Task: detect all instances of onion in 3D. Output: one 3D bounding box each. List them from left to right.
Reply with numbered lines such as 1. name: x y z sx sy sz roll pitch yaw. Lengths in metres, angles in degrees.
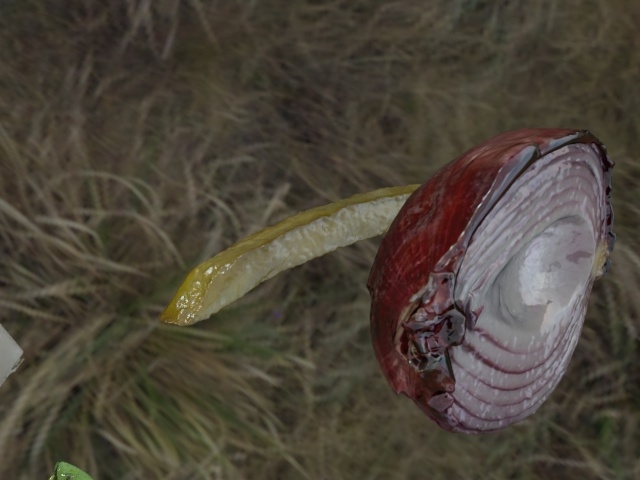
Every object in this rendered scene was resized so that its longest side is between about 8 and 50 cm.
1. onion: 0.100 0.025 1.033 0.283 0.120 0.227 -13 116 -58

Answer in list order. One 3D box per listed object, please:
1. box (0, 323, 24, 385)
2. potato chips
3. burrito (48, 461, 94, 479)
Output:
1. box: -0.358 0.011 0.926 0.069 0.214 0.353 -24 112 30
2. potato chips: 0.000 0.000 1.618 0.407 0.057 0.080 -21 119 -34
3. burrito: -0.189 0.317 1.353 0.104 0.288 0.054 -50 143 5
